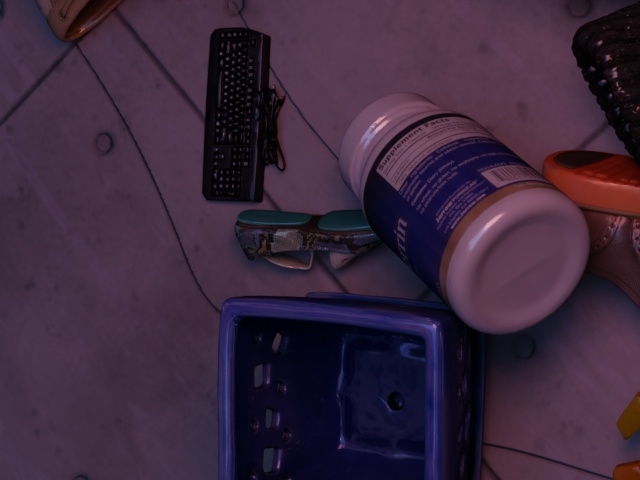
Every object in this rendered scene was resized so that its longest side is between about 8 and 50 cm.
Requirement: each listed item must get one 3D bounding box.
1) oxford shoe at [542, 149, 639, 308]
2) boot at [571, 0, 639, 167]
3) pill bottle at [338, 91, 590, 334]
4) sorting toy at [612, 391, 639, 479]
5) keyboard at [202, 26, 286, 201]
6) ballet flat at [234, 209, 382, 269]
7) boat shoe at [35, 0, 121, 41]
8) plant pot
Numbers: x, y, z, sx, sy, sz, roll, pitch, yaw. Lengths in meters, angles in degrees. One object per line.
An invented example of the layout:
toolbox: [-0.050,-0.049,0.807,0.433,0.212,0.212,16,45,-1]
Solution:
oxford shoe: [0.379,0.016,1.676,0.364,0.130,0.132,18,113,29]
boot: [0.420,-0.115,1.601,0.260,0.131,0.348,-32,64,-7]
pill bottle: [0.131,-0.036,1.705,0.153,0.153,0.264,-57,39,12]
sorting toy: [0.431,0.178,1.659,0.307,0.041,0.229,1,105,23]
keyboard: [-0.087,-0.139,1.911,0.100,0.038,0.192,2,90,23]
ballet flat: [0.000,0.000,1.863,0.188,0.070,0.070,3,89,25]
boat shoe: [-0.179,-0.337,1.921,0.341,0.121,0.110,-30,81,30]
plant pot: [0.045,0.168,1.741,0.236,0.212,0.236,4,96,23]
